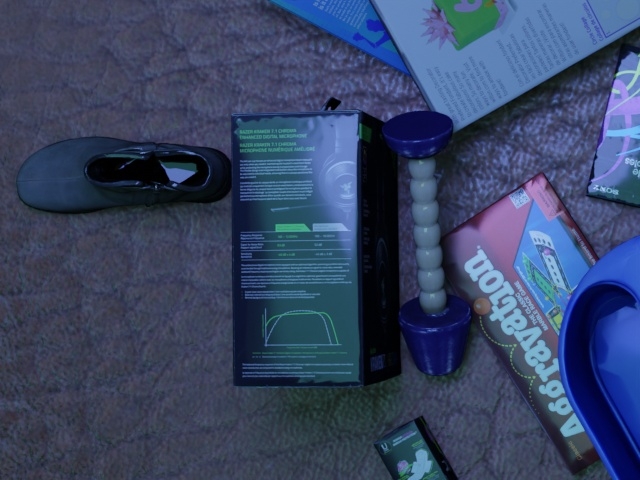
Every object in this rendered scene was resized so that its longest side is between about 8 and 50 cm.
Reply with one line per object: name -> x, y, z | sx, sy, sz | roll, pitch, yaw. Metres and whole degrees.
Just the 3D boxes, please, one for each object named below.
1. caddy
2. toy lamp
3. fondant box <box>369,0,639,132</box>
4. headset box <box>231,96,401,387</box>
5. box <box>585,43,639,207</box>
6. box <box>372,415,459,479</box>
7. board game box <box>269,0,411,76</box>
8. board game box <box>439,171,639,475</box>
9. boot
caddy -> 0.378, 0.149, 1.785 | 0.241, 0.179, 0.341 | -31, 84, 15
toy lamp -> 0.108, 0.010, 1.872 | 0.080, 0.080, 0.274 | -3, 119, 10
fondant box -> 0.207, -0.292, 1.846 | 0.330, 0.096, 0.238 | -30, 107, 2
headset box -> 0.000, 0.000, 1.860 | 0.131, 0.246, 0.283 | -1, 88, 11
box -> 0.345, -0.110, 1.908 | 0.116, 0.029, 0.162 | 13, 93, 10
box -> 0.100, 0.231, 1.930 | 0.052, 0.062, 0.083 | -30, 85, 10
board game box -> 0.056, -0.277, 1.907 | 0.210, 0.047, 0.160 | 27, 101, -14
board game box -> 0.245, 0.086, 1.925 | 0.145, 0.027, 0.281 | -34, 84, 9
boot -> -0.219, -0.075, 1.942 | 0.246, 0.161, 0.083 | -2, 88, 10
